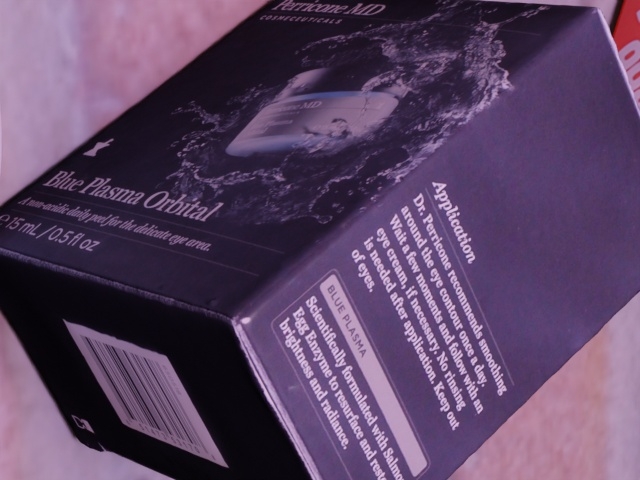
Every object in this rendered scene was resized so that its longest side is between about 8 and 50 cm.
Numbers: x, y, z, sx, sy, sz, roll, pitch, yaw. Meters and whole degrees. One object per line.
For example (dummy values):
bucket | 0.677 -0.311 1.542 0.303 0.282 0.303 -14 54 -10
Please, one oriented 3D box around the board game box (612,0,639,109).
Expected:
board game box | 0.396 -0.139 0.752 0.356 0.356 0.356 21 85 -40

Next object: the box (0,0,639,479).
box | 0.000 0.000 0.590 0.158 0.156 0.093 -40 120 -26

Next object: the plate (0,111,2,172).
plate | -0.178 -0.024 0.526 0.188 0.024 0.188 -9 104 -38
